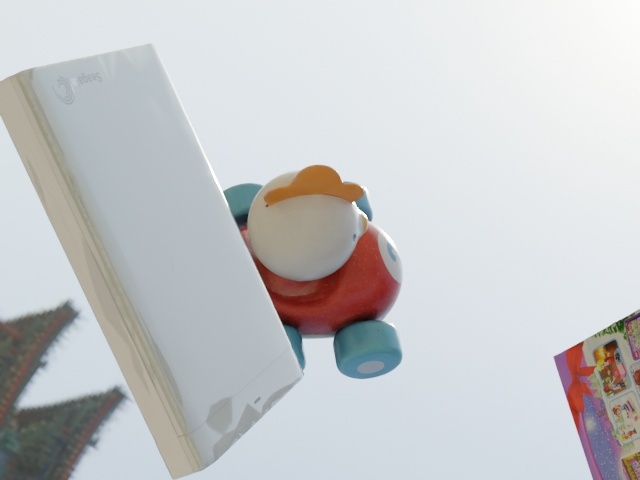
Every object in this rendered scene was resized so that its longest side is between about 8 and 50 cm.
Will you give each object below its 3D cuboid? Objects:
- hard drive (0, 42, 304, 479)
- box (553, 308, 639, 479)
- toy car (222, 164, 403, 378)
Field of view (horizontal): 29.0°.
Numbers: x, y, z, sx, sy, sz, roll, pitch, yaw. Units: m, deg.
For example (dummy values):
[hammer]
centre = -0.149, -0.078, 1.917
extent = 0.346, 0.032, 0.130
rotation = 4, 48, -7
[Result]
[hard drive]
centre = -0.122, 0.004, 0.960
extent = 0.040, 0.307, 0.203
rotation = -21, -174, 24
[box]
centre = 0.355, 0.212, 1.224
extent = 0.201, 0.057, 0.293
rotation = -40, -122, 48
[toy car]
centre = 0.000, 0.000, 1.279
extent = 0.238, 0.210, 0.219
rotation = 110, -26, -56
